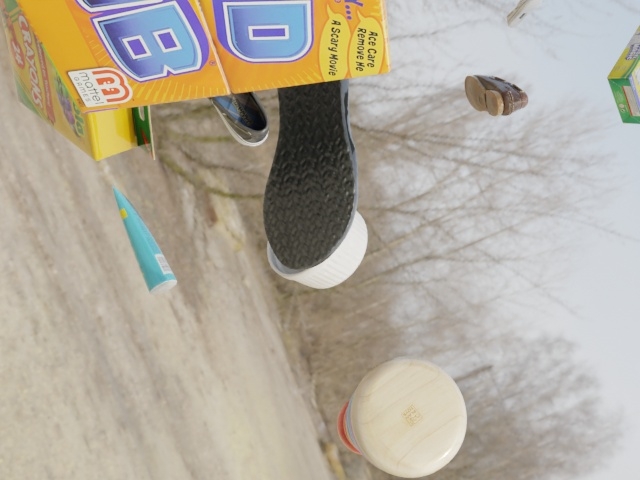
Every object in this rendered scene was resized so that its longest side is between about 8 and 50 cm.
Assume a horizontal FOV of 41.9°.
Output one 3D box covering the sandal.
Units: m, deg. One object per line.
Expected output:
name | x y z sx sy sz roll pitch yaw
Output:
sandal | -0.001 -0.168 1.484 0.107 0.167 0.445 13 80 -70

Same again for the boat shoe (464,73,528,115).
boat shoe | 0.362 -0.301 1.733 0.207 0.073 0.073 -118 -165 -63

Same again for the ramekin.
ramekin | 0.000 0.000 1.716 0.109 0.207 0.207 33 23 -39

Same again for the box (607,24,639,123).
box | 0.539 -0.289 1.377 0.043 0.179 0.105 10 -33 44

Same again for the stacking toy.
stacking toy | 0.082 0.247 1.130 0.330 0.141 0.141 120 -51 -72

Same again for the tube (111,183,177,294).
tube | -0.322 -0.004 1.503 0.207 0.052 0.080 62 -8 16

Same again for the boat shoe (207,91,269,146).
boat shoe | -0.155 -0.245 1.277 0.228 0.080 0.076 56 -16 -4

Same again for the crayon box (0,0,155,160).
crayon box | -0.368 -0.256 1.253 0.318 0.081 0.202 33 -45 38

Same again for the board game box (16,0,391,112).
board game box | -0.128 -0.403 0.877 0.356 0.356 0.356 74 12 -53

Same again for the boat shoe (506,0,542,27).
boat shoe | 0.436 -0.501 1.795 0.100 0.035 0.035 -46 -129 49
